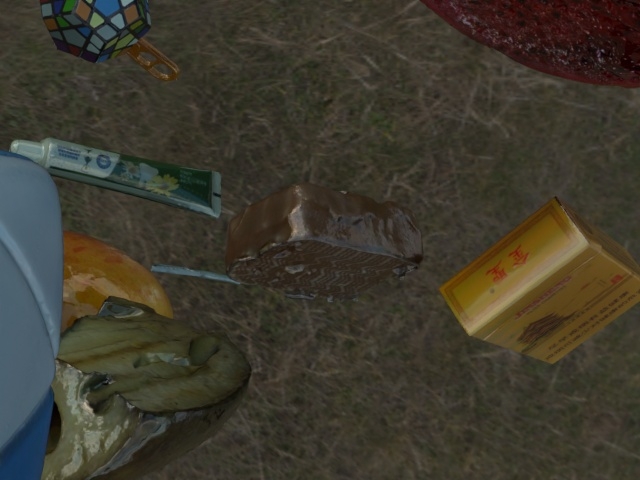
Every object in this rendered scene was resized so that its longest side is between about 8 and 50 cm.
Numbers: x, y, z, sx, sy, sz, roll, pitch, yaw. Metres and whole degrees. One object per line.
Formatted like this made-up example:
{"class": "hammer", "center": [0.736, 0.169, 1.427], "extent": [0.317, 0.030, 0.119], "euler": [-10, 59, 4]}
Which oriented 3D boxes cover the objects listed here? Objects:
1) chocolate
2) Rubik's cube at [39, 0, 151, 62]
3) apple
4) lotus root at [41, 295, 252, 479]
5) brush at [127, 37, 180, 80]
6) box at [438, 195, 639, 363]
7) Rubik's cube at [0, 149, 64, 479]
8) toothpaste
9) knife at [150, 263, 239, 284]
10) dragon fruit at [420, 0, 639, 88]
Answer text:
{"class": "chocolate", "center": [0.000, 0.000, 1.086], "extent": [0.214, 0.148, 0.093], "euler": [16, 56, -39]}
{"class": "Rubik's cube", "center": [-0.261, -0.272, 1.099], "extent": [0.133, 0.112, 0.133], "euler": [-7, 105, -27]}
{"class": "apple", "center": [-0.353, 0.127, 1.296], "extent": [0.275, 0.299, 0.299], "euler": [-5, 103, -58]}
{"class": "lotus root", "center": [-0.188, 0.158, 0.902], "extent": [0.210, 0.314, 0.142], "euler": [22, 99, 10]}
{"class": "brush", "center": [-0.289, -0.290, 1.196], "extent": [0.314, 0.090, 0.017], "euler": [37, 51, -43]}
{"class": "box", "center": [0.285, 0.058, 1.160], "extent": [0.174, 0.076, 0.274], "euler": [-42, 148, 18]}
{"class": "Rubik's cube", "center": [-0.201, 0.049, 0.333], "extent": [0.254, 0.254, 0.254], "euler": [-6, 102, -28]}
{"class": "toothpaste", "center": [-0.179, -0.061, 0.861], "extent": [0.204, 0.031, 0.049], "euler": [12, 65, -33]}
{"class": "knife", "center": [-0.213, 0.057, 1.620], "extent": [0.210, 0.028, 0.015], "euler": [13, 102, -49]}
{"class": "dragon fruit", "center": [0.244, -0.335, 0.940], "extent": [0.386, 0.371, 0.249], "euler": [36, 77, -28]}
